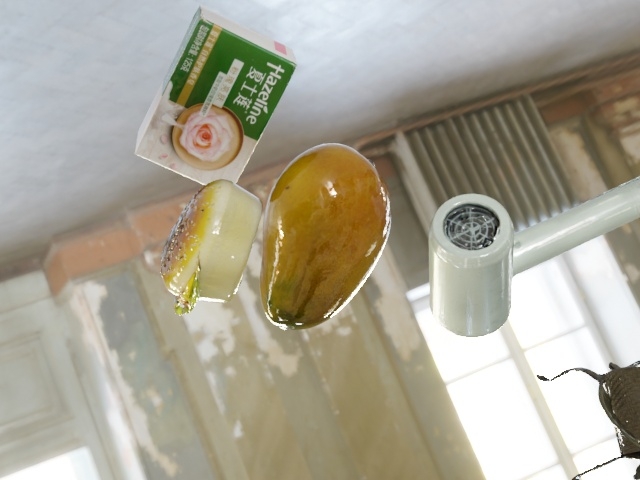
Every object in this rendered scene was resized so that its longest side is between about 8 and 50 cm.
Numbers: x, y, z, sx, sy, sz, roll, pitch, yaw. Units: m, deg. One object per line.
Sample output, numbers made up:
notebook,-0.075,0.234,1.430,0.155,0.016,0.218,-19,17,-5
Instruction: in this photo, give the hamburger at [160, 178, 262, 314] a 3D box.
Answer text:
hamburger,-0.114,0.007,0.926,0.126,0.081,0.141,-98,-152,-65

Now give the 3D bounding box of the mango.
mango,0.006,-0.004,1.171,0.175,0.139,0.254,-16,135,-32

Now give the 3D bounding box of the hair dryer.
hair dryer,0.204,-0.007,0.790,0.236,0.073,0.131,-21,146,-6

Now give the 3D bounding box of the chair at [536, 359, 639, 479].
chair,0.369,0.206,1.042,0.174,0.149,0.213,-2,168,-26

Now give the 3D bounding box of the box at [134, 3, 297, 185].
box,-0.134,-0.175,1.164,0.135,0.081,0.199,23,113,-17
